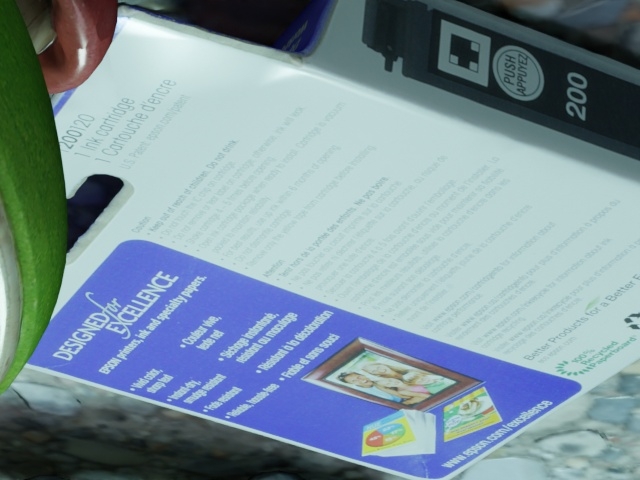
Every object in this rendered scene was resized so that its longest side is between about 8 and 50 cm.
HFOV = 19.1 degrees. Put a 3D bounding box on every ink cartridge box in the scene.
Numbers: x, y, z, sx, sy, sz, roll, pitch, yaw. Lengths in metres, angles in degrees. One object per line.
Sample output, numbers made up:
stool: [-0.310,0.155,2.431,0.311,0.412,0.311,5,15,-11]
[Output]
ink cartridge box: [0.000,0.000,0.565,0.208,0.045,0.206,17,148,-23]

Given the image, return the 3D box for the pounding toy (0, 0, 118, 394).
pounding toy: [-0.134,-0.063,0.411,0.237,0.110,0.183,12,137,29]

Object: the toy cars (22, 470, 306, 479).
toy cars: [0.007,0.221,0.805,0.176,0.087,0.393,-42,117,12]
